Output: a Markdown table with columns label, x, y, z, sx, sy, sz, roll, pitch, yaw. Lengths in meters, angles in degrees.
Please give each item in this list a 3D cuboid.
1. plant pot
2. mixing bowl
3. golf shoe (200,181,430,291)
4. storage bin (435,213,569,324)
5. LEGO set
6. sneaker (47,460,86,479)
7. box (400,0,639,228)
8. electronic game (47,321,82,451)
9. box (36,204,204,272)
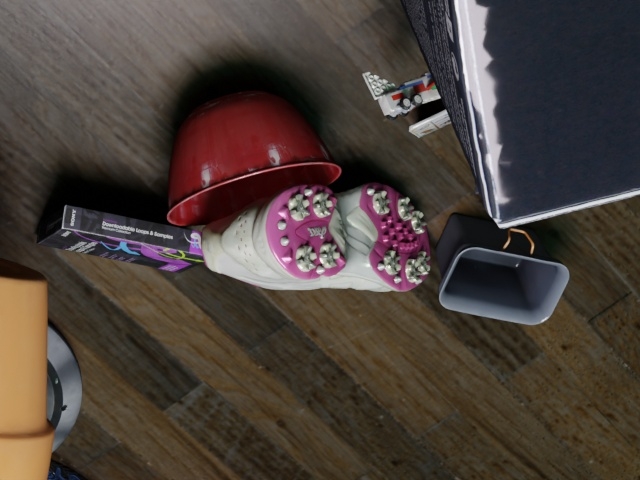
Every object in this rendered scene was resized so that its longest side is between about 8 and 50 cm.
| label | x | y | z | sx | sy | sz | roll | pitch | yaw |
| --- | --- | --- | --- | --- | --- | --- | --- | --- | --- |
| plant pot | -0.384 | 0.109 | 1.769 | 0.291 | 0.291 | 0.203 | 12 | 94 | -20 |
| mixing bowl | -0.078 | -0.090 | 1.854 | 0.181 | 0.098 | 0.181 | -15 | 170 | -3 |
| golf shoe | 0.000 | 0.000 | 1.924 | 0.140 | 0.115 | 0.306 | -10 | 168 | 35 |
| storage bin | 0.191 | 0.020 | 2.014 | 0.135 | 0.091 | 0.098 | 10 | 122 | -20 |
| LEGO set | 0.150 | -0.168 | 1.826 | 0.182 | 0.244 | 0.060 | -25 | 84 | 11 |
| sneaker | -0.284 | 0.328 | 2.139 | 0.081 | 0.080 | 0.211 | -40 | 122 | 12 |
| box | 0.301 | -0.304 | 1.571 | 0.480 | 0.472 | 0.297 | -14 | 125 | -2 |
| electronic game | -0.376 | 0.163 | 2.021 | 0.229 | 0.048 | 0.229 | -3 | 118 | -6 |
| box | -0.203 | 0.000 | 1.911 | 0.162 | 0.116 | 0.029 | 13 | 77 | -19 |
